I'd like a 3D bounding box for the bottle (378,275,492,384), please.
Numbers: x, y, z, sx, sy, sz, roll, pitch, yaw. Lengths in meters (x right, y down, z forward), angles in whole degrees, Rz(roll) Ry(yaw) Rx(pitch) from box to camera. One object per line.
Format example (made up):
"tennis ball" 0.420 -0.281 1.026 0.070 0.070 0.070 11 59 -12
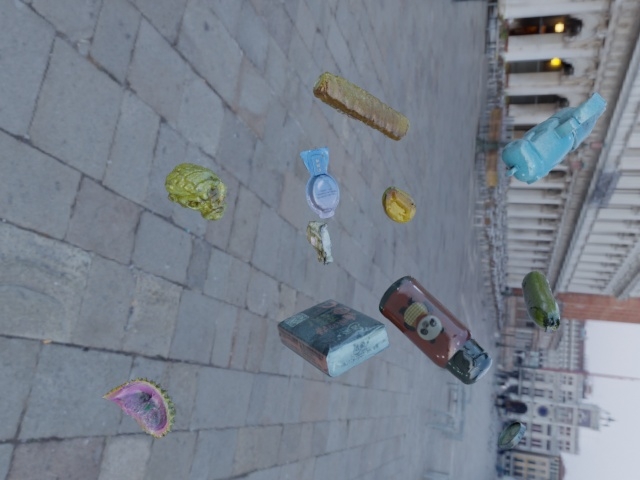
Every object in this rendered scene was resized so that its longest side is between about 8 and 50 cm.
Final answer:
"bottle" 0.323 0.251 1.534 0.144 0.336 0.144 -32 146 -25

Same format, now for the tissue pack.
"tissue pack" 0.032 0.293 1.736 0.228 0.316 0.103 -23 111 -26

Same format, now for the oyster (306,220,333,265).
"oyster" 0.000 0.000 1.960 0.191 0.081 0.163 -62 136 -61

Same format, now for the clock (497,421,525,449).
"clock" 0.499 0.509 1.447 0.085 0.017 0.085 -45 176 -4

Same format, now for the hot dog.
"hot dog" 0.112 -0.339 1.424 0.083 0.289 0.068 -58 -154 19

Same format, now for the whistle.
"whistle" 0.457 -0.199 1.085 0.274 0.093 0.186 -36 180 -19

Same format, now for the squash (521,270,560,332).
"squash" 0.609 0.174 1.528 0.331 0.087 0.087 -59 148 -68

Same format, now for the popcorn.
"popcorn" -0.505 -0.212 2.321 0.286 0.225 0.173 34 60 -16

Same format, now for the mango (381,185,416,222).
"mango" 0.251 -0.117 1.801 0.187 0.101 0.066 44 24 -48

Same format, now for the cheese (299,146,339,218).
"cheese" 0.001 -0.199 1.938 0.135 0.052 0.244 -16 99 -29

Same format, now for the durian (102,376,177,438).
"durian" -0.616 0.586 2.016 0.260 0.186 0.154 48 30 3
